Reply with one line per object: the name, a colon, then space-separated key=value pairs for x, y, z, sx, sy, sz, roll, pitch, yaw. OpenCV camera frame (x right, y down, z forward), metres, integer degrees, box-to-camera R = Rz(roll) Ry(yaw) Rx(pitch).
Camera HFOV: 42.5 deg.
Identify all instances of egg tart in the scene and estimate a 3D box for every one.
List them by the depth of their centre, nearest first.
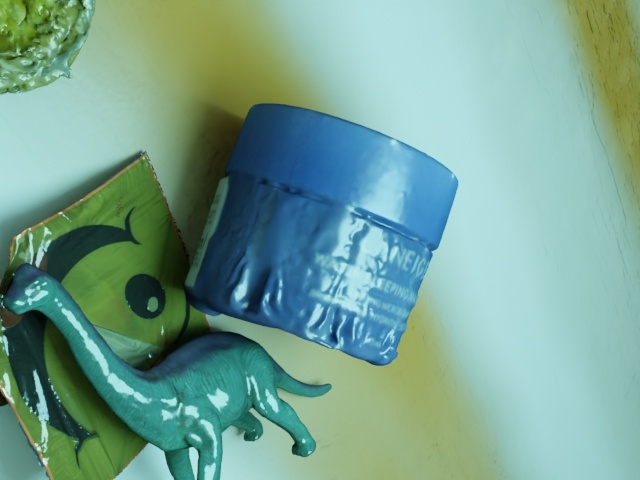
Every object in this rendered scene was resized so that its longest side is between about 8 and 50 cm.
egg tart: x=-0.304 y=-0.244 z=0.708 sx=0.232 sy=0.098 sz=0.252 roll=-36 pitch=115 yaw=-22

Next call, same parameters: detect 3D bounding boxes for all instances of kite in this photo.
kite: x=-0.202 y=0.094 z=0.853 sx=0.327 sy=0.013 sz=0.377 roll=32 pitch=61 yaw=-52

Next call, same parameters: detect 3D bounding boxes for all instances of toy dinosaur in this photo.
toy dinosaur: x=-0.131 y=0.113 z=0.884 sx=0.383 sy=0.129 sz=0.331 roll=-38 pitch=114 yaw=-54

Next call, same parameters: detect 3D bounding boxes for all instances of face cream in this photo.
face cream: x=0.000 y=0.000 z=0.898 sx=0.249 sy=0.249 sz=0.225 roll=22 pitch=86 yaw=-40

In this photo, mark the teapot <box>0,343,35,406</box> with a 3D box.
teapot: x=-0.327 y=0.117 z=0.765 sx=0.129 sy=0.078 sz=0.098 roll=-11 pitch=63 yaw=-46
